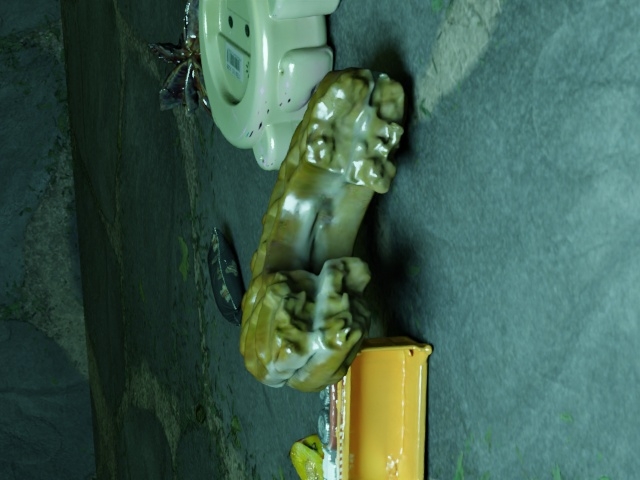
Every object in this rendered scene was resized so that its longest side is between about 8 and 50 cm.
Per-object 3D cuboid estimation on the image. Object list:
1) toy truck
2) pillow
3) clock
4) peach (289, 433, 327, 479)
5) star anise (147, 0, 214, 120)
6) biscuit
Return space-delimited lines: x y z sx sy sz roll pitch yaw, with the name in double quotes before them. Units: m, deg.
"toy truck" 0.062 0.243 1.405 0.135 0.114 0.270 -153 62 -72
"pillow" -0.157 0.062 2.025 0.090 0.048 0.150 128 131 -58
"clock" -0.077 -0.269 1.637 0.284 0.114 0.309 42 136 53
"peach" 0.007 0.298 1.628 0.098 0.061 0.098 39 144 35
"star anise" -0.170 -0.287 1.888 0.282 0.129 0.212 -52 52 49
"biscuit" -0.003 -0.003 1.368 0.268 0.115 0.366 132 154 -65
